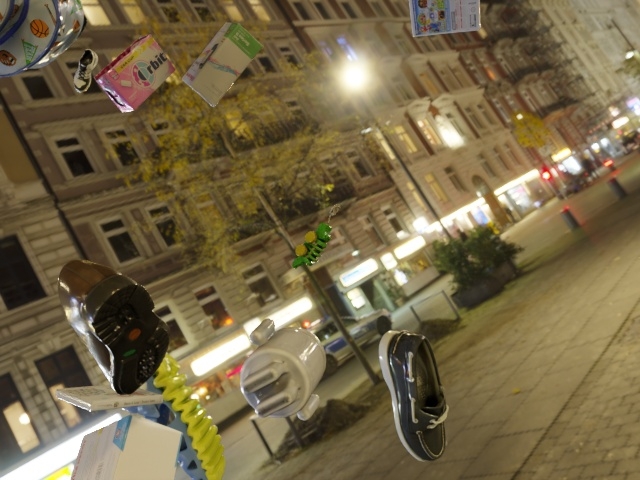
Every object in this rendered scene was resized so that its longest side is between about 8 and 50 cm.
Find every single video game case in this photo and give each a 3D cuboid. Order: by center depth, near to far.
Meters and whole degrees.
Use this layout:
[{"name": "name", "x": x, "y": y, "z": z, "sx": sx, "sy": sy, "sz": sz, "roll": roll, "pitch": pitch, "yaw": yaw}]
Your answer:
[{"name": "video game case", "x": 0.223, "y": -0.417, "z": 0.906, "sx": 0.122, "sy": 0.087, "sz": 0.011, "roll": 3, "pitch": 45, "yaw": 22}, {"name": "video game case", "x": -0.413, "y": 0.304, "z": 0.985, "sx": 0.157, "sy": 0.019, "sz": 0.143, "roll": -2, "pitch": -10, "yaw": 41}]

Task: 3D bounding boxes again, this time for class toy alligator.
[{"name": "toy alligator", "x": 0.000, "y": 0.000, "z": 1.210, "sx": 0.189, "sy": 0.051, "sz": 0.056, "roll": -53, "pitch": -39, "yaw": 6}]

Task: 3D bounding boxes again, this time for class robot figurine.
[{"name": "robot figurine", "x": -0.098, "y": 0.366, "z": 1.432, "sx": 0.200, "sy": 0.299, "sz": 0.353, "roll": -28, "pitch": 1, "yaw": 15}]

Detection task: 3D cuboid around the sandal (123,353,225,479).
[{"name": "sandal", "x": -0.325, "y": 0.410, "z": 1.111, "sx": 0.138, "sy": 0.317, "sz": 0.126, "roll": -34, "pitch": -14, "yaw": -1}]

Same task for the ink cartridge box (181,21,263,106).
[{"name": "ink cartridge box", "x": -0.275, "y": -0.489, "z": 1.393, "sx": 0.212, "sy": 0.093, "sz": 0.154, "roll": -51, "pitch": 32, "yaw": 5}]

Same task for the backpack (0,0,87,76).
[{"name": "backpack", "x": -0.562, "y": -0.427, "z": 0.866, "sx": 0.277, "sy": 0.263, "sz": 0.213, "roll": -31, "pitch": 29, "yaw": 23}]

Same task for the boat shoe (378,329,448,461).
[{"name": "boat shoe", "x": 0.204, "y": 0.323, "z": 1.015, "sx": 0.091, "sy": 0.302, "sz": 0.114, "roll": -6, "pitch": 23, "yaw": 45}]

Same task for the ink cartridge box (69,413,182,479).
[{"name": "ink cartridge box", "x": -0.281, "y": 0.319, "z": 0.711, "sx": 0.143, "sy": 0.092, "sz": 0.090, "roll": -29, "pitch": -49, "yaw": 31}]

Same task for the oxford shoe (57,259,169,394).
[{"name": "oxford shoe", "x": -0.231, "y": 0.097, "z": 0.569, "sx": 0.083, "sy": 0.096, "sz": 0.227, "roll": -44, "pitch": -24, "yaw": -37}]

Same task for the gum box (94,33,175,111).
[{"name": "gum box", "x": -0.477, "y": -0.426, "z": 1.295, "sx": 0.062, "sy": 0.107, "sz": 0.188, "roll": 5, "pitch": 52, "yaw": 40}]

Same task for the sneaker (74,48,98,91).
[{"name": "sneaker", "x": -0.455, "y": -0.327, "z": 0.965, "sx": 0.037, "sy": 0.032, "sz": 0.083, "roll": 176, "pitch": 110, "yaw": -79}]
